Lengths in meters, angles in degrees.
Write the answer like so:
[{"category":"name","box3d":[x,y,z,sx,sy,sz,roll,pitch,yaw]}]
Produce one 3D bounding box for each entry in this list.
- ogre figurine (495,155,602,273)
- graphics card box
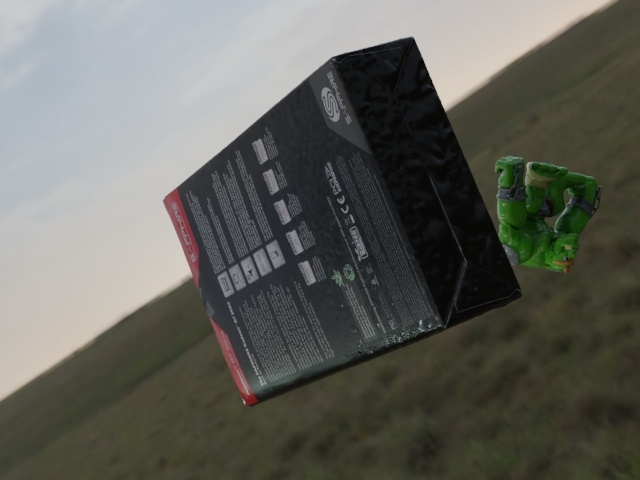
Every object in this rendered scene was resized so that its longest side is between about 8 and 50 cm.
[{"category":"ogre figurine","box3d":[0.248,-0.025,1.433,0.097,0.118,0.197,12,3,19]},{"category":"graphics card box","box3d":[0.000,0.000,1.138,0.094,0.232,0.371,-19,-7,-31]}]
